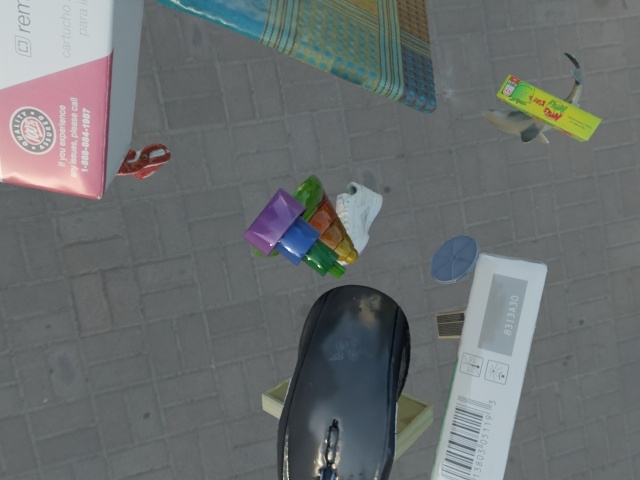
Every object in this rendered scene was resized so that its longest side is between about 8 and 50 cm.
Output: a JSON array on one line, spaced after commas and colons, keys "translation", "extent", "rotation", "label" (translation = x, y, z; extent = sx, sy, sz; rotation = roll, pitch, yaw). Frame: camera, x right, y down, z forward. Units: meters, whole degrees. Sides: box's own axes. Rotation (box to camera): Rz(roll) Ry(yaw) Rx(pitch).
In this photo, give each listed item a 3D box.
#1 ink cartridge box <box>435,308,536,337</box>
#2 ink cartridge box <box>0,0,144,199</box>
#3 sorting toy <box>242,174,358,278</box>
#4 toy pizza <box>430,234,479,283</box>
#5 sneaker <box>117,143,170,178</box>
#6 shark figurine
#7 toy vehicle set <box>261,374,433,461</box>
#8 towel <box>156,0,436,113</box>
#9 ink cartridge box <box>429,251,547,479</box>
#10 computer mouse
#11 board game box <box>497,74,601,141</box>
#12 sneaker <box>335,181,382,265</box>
[{"translation": [0.510, 0.251, 1.485], "extent": [0.234, 0.193, 0.088], "rotation": [-4, 80, -17], "label": "ink cartridge box"}, {"translation": [-0.269, -0.161, 0.300], "extent": [0.283, 0.117, 0.207], "rotation": [10, 122, -15], "label": "ink cartridge box"}, {"translation": [0.000, 0.000, 0.630], "extent": [0.126, 0.365, 0.127], "rotation": [38, 95, 1], "label": "sorting toy"}, {"translation": [0.477, 0.070, 1.674], "extent": [0.032, 0.201, 0.201], "rotation": [38, 85, -27], "label": "toy pizza"}, {"translation": [-0.546, -0.204, 1.355], "extent": [0.221, 0.128, 0.087], "rotation": [-18, 78, -42], "label": "sneaker"}, {"translation": [0.497, -0.275, 1.061], "extent": [0.166, 0.278, 0.116], "rotation": [43, 66, -9], "label": "shark figurine"}, {"translation": [0.044, 0.299, 0.848], "extent": [0.166, 0.266, 0.035], "rotation": [-18, 112, -45], "label": "toy vehicle set"}, {"translation": [-0.013, -0.323, 0.628], "extent": [0.370, 0.040, 0.271], "rotation": [18, 55, -18], "label": "towel"}, {"translation": [0.157, 0.104, 0.441], "extent": [0.056, 0.224, 0.181], "rotation": [12, 91, 19], "label": "ink cartridge box"}, {"translation": [0.045, 0.177, 0.373], "extent": [0.184, 0.060, 0.262], "rotation": [16, 92, 12], "label": "computer mouse"}, {"translation": [0.431, -0.251, 0.904], "extent": [0.181, 0.092, 0.043], "rotation": [33, 110, 14], "label": "board game box"}, {"translation": [0.092, -0.057, 1.520], "extent": [0.152, 0.114, 0.305], "rotation": [34, 55, -16], "label": "sneaker"}]
